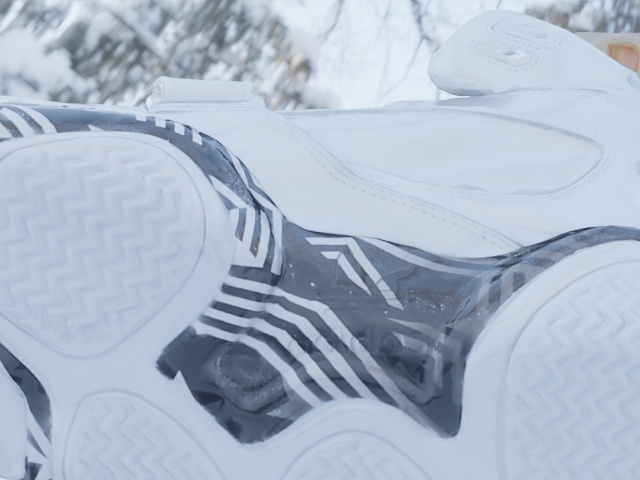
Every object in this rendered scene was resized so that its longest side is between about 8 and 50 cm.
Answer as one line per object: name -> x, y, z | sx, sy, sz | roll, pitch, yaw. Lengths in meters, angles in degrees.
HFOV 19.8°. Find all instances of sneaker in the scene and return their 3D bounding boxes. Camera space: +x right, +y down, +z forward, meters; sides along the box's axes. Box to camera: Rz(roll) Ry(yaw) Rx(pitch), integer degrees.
sneaker -> 0.000, 0.000, 0.673 | 0.366, 0.210, 0.137 | 13, -61, 2

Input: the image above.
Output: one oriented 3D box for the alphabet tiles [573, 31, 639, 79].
alphabet tiles -> 0.169, 0.006, 0.859 | 0.342, 0.285, 0.011 | 6, -37, 35
